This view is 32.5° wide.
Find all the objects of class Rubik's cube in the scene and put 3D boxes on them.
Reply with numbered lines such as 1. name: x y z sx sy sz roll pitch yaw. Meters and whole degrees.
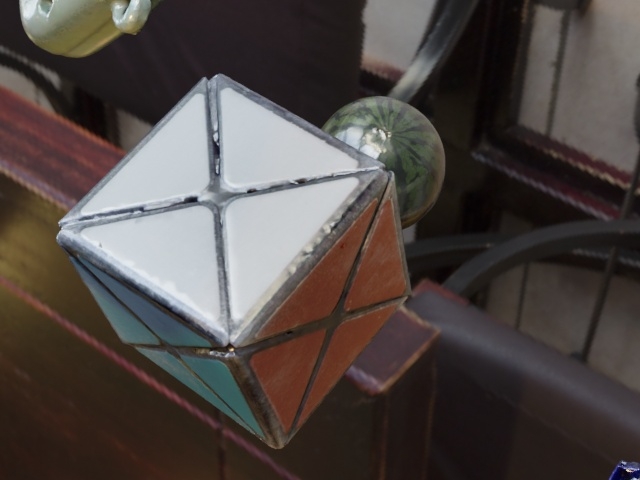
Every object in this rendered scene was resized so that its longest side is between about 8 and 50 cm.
1. Rubik's cube: -0.081 0.025 1.161 0.260 0.255 0.259 31 157 29

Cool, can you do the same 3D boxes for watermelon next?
1. watermelon: 0.084 -0.109 1.638 0.212 0.212 0.212 28 139 28

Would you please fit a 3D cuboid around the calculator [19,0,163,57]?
1. calculator: -0.104 -0.201 0.535 0.141 0.045 0.246 -33 56 36

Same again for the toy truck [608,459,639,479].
1. toy truck: 0.364 0.295 0.928 0.268 0.124 0.155 11 134 39
